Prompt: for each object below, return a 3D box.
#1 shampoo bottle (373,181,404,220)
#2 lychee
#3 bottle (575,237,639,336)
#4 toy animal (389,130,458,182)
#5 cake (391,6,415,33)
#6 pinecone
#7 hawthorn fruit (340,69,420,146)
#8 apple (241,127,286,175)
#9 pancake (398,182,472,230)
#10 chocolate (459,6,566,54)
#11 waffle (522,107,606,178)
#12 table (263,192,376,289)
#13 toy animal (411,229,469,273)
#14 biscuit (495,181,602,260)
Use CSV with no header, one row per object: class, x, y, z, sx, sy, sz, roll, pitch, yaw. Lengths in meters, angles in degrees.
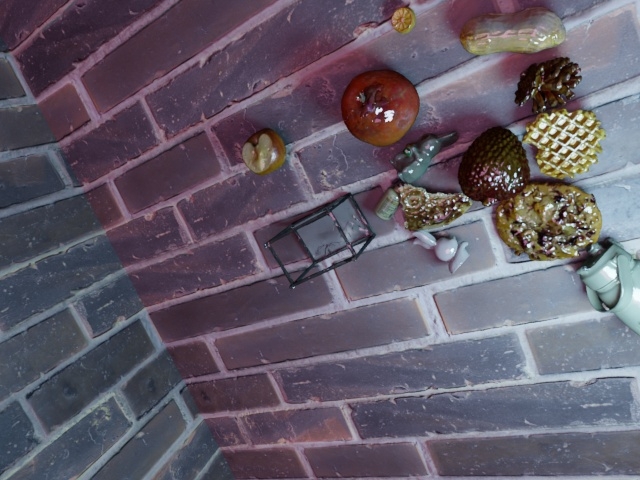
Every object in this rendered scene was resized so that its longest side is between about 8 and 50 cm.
shampoo bottle,0.278,-0.160,1.783,0.079,0.079,0.162,35,120,7
lychee,0.584,-0.245,1.531,0.235,0.236,0.272,7,91,21
bottle,1.018,0.158,1.507,0.351,0.229,0.229,42,121,10
toy animal,0.382,-0.324,1.667,0.251,0.127,0.125,-38,80,17
cake,0.285,-0.756,1.560,0.084,0.044,0.084,9,113,22
pinecone,0.703,-0.483,1.410,0.195,0.179,0.150,-19,103,7
hawthorn fruit,0.186,-0.467,1.578,0.276,0.307,0.276,5,100,30
apple,-0.229,-0.366,1.879,0.195,0.160,0.173,-23,104,28
pancake,0.406,-0.143,1.727,0.244,0.057,0.266,44,119,-13
chocolate,0.594,-0.650,1.417,0.309,0.134,0.134,9,114,23
waffle,0.786,-0.307,1.481,0.248,0.056,0.253,0,128,14
table,0.000,0.000,1.860,0.335,0.272,0.222,-27,97,30
toy animal,0.469,0.015,1.762,0.221,0.104,0.131,42,92,20
biscuit,0.779,-0.059,1.574,0.334,0.081,0.290,-3,105,37
